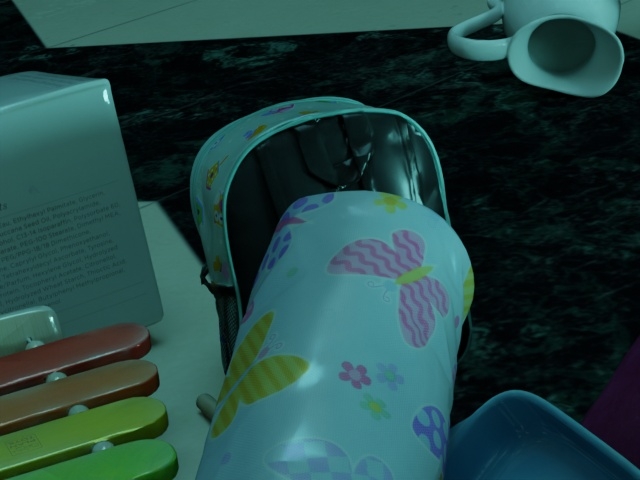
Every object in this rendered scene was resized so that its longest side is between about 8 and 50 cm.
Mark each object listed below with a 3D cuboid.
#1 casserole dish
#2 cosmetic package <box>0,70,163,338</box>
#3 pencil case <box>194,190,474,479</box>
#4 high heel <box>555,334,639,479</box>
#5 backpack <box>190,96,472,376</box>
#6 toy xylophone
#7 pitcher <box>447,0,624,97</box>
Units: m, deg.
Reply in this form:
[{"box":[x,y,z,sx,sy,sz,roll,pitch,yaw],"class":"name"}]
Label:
[{"box":[0.103,0.143,0.686,0.114,0.037,0.188,-53,27,1],"class":"casserole dish"},{"box":[-0.227,-0.015,1.055,0.151,0.183,0.151,-19,18,-28],"class":"cosmetic package"},{"box":[0.011,0.095,0.700,0.113,0.124,0.273,-41,24,35],"class":"pencil case"},{"box":[0.216,0.041,0.866,0.181,0.127,0.377,-14,15,12],"class":"high heel"},{"box":[0.000,0.000,0.944,0.166,0.188,0.144,-15,22,-14],"class":"backpack"},{"box":[-0.135,0.125,0.825,0.236,0.081,0.323,-19,24,-27],"class":"toy xylophone"},{"box":[0.226,-0.232,1.535,0.178,0.125,0.207,7,31,5],"class":"pitcher"}]
